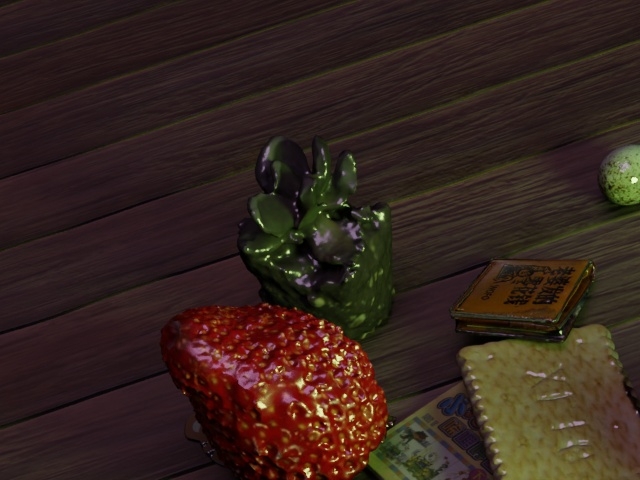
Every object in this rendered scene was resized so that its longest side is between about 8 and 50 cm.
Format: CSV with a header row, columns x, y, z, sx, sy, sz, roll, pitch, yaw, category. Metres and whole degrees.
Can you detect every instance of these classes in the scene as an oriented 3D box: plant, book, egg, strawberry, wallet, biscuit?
x,y,z,sx,sy,sz,roll,pitch,yaw,category
0.000,0.000,2.041,0.188,0.276,0.199,5,42,30,plant
0.167,0.268,1.878,0.192,0.013,0.168,-31,42,-19,book
0.453,-0.099,2.154,0.085,0.085,0.110,10,42,28,egg
-0.053,0.184,1.857,0.261,0.258,0.261,-13,32,8,strawberry
0.281,0.072,2.008,0.161,0.042,0.195,5,29,26,wallet
0.302,0.227,1.839,0.217,0.044,0.325,-11,36,-3,biscuit

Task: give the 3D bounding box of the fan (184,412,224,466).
x,y,z,sx,sy,sz,roll,pitch,yaw,category
-0.076,0.268,1.958,0.152,0.008,0.226,-31,42,-18,fan
